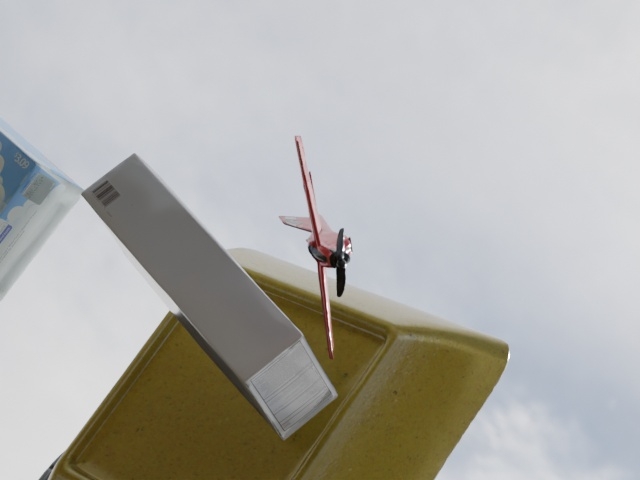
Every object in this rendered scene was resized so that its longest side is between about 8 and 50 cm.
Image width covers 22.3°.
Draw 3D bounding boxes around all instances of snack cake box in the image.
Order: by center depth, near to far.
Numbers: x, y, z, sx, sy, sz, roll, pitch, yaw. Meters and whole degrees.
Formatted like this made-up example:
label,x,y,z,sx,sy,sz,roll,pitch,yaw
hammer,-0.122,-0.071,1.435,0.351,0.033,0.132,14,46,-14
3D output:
label,x,y,z,sx,sy,sz,roll,pitch,yaw
snack cake box,-0.378,-0.071,1.623,0.264,0.089,0.152,38,-88,32

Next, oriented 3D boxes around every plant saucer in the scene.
label,x,y,z,sx,sy,sz,roll,pitch,yaw
plant saucer,-0.062,0.152,1.343,0.333,0.332,0.081,19,-25,42

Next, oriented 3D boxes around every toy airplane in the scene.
label,x,y,z,sx,sy,sz,roll,pitch,yaw
toy airplane,0.000,0.000,1.067,0.151,0.028,0.151,169,-90,-80

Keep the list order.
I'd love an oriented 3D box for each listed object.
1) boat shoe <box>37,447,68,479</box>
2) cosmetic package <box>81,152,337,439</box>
label,x,y,z,sx,sy,sz,roll,pitch,yaw
boat shoe,-0.267,0.337,1.750,0.118,0.320,0.103,7,-29,46
cosmetic package,-0.086,0.039,1.250,0.239,0.060,0.099,45,-12,35
